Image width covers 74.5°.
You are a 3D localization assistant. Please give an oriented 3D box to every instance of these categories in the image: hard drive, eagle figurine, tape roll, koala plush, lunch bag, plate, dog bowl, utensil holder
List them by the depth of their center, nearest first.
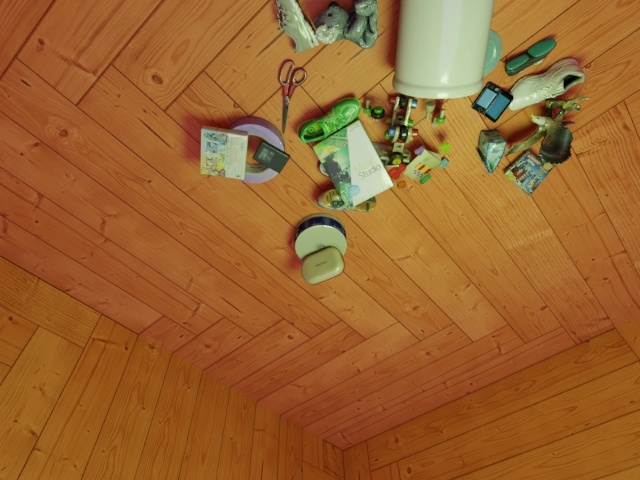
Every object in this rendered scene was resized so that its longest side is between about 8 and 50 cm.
[{"bbox_3d":[0.423,-0.733,1.457,0.327,0.328,0.386,-3,124,0],"label":"utensil holder"},{"bbox_3d":[0.082,-0.770,1.496,0.221,0.196,0.203,-12,137,1],"label":"koala plush"},{"bbox_3d":[0.622,-0.727,1.650,0.187,0.024,0.188,-2,127,-2],"label":"plate"},{"bbox_3d":[0.927,-0.445,1.738,0.225,0.226,0.299,22,93,6],"label":"eagle figurine"},{"bbox_3d":[-0.208,-0.353,1.785,0.135,0.022,0.094,26,121,-21],"label":"hard drive"},{"bbox_3d":[-0.292,-0.389,1.824,0.274,0.090,0.275,-1,126,-2],"label":"tape roll"},{"bbox_3d":[0.741,-0.389,1.844,0.096,0.129,0.151,-2,129,5],"label":"lunch bag"},{"bbox_3d":[0.000,0.000,2.121,0.264,0.104,0.265,-1,128,-1],"label":"dog bowl"}]

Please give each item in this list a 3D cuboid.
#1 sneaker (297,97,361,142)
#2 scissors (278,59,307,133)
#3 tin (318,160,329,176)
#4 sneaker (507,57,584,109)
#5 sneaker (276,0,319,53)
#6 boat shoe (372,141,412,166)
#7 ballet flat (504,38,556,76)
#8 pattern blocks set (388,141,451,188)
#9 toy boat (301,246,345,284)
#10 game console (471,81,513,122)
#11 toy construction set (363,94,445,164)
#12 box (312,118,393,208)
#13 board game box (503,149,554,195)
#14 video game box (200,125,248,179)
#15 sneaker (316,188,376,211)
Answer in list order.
[{"bbox_3d":[0.040,-0.483,1.746,0.295,0.124,0.109,-26,123,16],"label":"sneaker"},{"bbox_3d":[-0.147,-0.585,1.729,0.108,0.021,0.297,16,126,-17],"label":"scissors"},{"bbox_3d":[0.066,-0.367,1.891,0.106,0.040,0.190,30,120,-18],"label":"tin"},{"bbox_3d":[0.895,-0.615,1.681,0.297,0.129,0.111,-29,125,20],"label":"sneaker"},{"bbox_3d":[-0.117,-0.802,1.508,0.115,0.105,0.281,-27,124,17],"label":"sneaker"},{"bbox_3d":[0.281,-0.375,1.862,0.257,0.084,0.095,-1,127,-2],"label":"boat shoe"},{"bbox_3d":[0.820,-0.711,1.650,0.203,0.074,0.074,-29,123,11],"label":"ballet flat"},{"bbox_3d":[0.442,-0.327,1.832,0.285,0.026,0.324,-37,157,17],"label":"pattern blocks set"},{"bbox_3d":[0.021,0.139,2.094,0.230,0.151,0.151,-23,154,14],"label":"toy boat"},{"bbox_3d":[0.710,-0.571,1.741,0.107,0.071,0.122,21,123,-18],"label":"game console"},{"bbox_3d":[0.362,-0.452,1.756,0.308,0.258,0.237,-16,145,-10],"label":"toy construction set"},{"bbox_3d":[0.144,-0.327,1.828,0.232,0.058,0.322,-27,105,17],"label":"box"},{"bbox_3d":[0.975,-0.333,1.940,0.194,0.060,0.194,31,119,-23],"label":"board game box"},{"bbox_3d":[-0.402,-0.363,1.754,0.186,0.048,0.205,7,126,-10],"label":"video game box"},{"bbox_3d":[0.122,-0.192,1.996,0.296,0.131,0.112,5,84,-26],"label":"sneaker"}]
